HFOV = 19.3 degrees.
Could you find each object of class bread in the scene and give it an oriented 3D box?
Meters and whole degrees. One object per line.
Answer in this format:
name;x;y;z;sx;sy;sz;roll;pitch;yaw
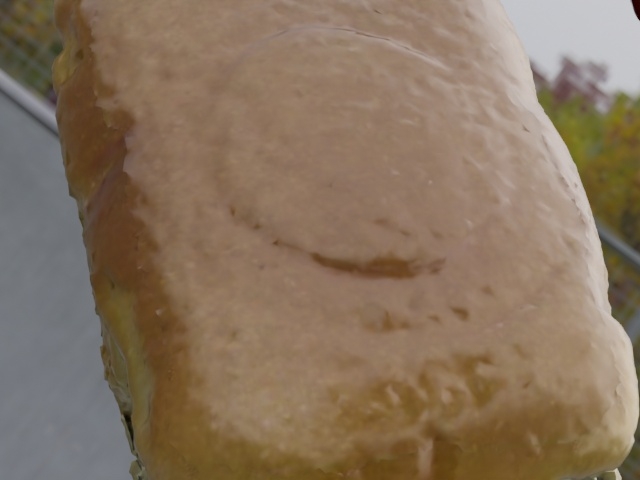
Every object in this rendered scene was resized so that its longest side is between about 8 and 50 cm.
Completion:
bread;0.000;0.000;0.631;0.174;0.246;0.121;2;-36;-20

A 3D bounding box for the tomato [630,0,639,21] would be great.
tomato;0.134;-0.097;0.364;0.139;0.159;0.091;28;-47;58
